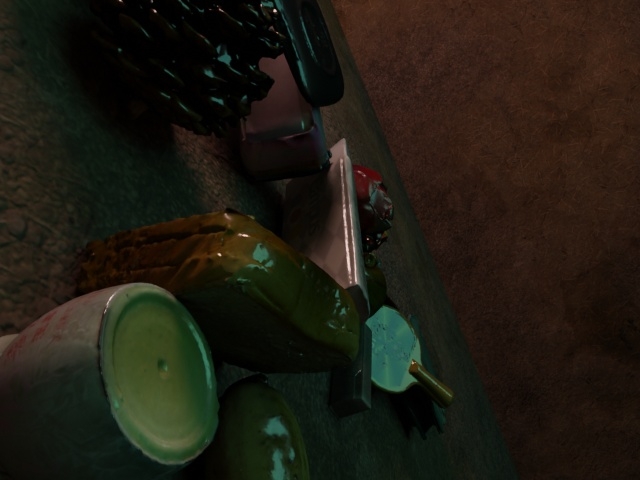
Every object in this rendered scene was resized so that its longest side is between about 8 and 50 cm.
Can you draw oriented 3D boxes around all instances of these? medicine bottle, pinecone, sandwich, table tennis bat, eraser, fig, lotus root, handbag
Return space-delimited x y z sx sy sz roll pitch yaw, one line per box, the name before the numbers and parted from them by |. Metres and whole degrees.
medicine bottle | -0.173 0.118 0.379 0.147 0.143 0.147 -22 90 -76
pinecone | -0.162 -0.257 0.669 0.243 0.257 0.243 -20 90 -87
sandwich | -0.093 0.073 0.534 0.251 0.226 0.087 43 45 -47
table tennis bat | 0.192 0.284 1.165 0.321 0.050 0.198 42 53 -13
eraser | 0.000 0.000 0.910 0.082 0.213 0.396 37 33 -30
fig | 0.053 0.079 0.976 0.259 0.152 0.151 64 10 -74
lotus root | -0.069 0.257 0.546 0.125 0.118 0.220 40 33 -54
handbag | 0.245 0.355 1.343 0.269 0.100 0.274 -35 103 -75

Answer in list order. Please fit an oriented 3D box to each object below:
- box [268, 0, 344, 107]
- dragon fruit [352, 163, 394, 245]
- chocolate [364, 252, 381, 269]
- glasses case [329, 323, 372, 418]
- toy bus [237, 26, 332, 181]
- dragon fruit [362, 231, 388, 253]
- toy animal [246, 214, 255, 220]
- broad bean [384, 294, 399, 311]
box | -0.022 -0.323 0.814 0.212 0.042 0.201 69 24 -13
dragon fruit | 0.078 -0.083 1.178 0.274 0.192 0.192 12 92 -31
chocolate | 0.084 0.051 1.221 0.167 0.072 0.072 21 47 -37
glasses case | 0.062 0.249 0.991 0.047 0.071 0.205 55 23 -24
toy bus | -0.085 -0.319 0.931 0.162 0.171 0.386 101 -20 -75
dragon fruit | 0.113 -0.003 1.366 0.142 0.139 0.175 81 -18 -47
toy animal | -0.102 0.048 0.789 0.181 0.073 0.136 -109 173 -50
broad bean | 0.138 0.167 1.267 0.165 0.084 0.114 49 8 -30
